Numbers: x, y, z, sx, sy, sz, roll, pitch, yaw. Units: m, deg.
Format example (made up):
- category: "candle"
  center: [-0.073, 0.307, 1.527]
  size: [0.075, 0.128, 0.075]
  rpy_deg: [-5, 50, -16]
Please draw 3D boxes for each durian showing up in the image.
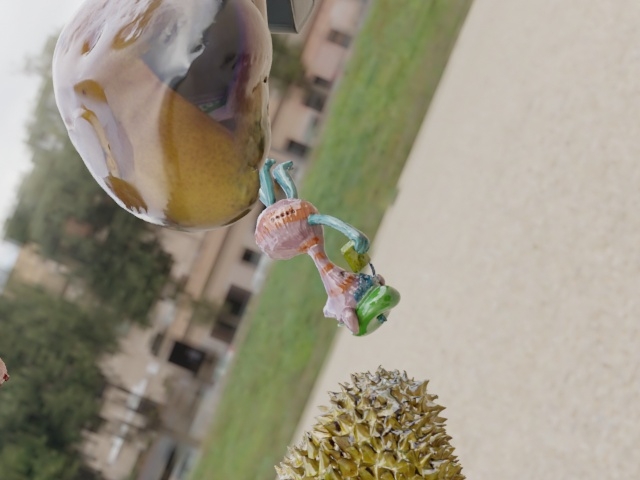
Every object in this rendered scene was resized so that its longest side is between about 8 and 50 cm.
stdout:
- category: "durian"
  center: [0.054, 0.220, 1.586]
  size: [0.249, 0.183, 0.138]
  rpy_deg: [-104, 28, -55]

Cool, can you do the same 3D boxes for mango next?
- category: "mango"
  center: [-0.119, -0.126, 1.252]
  size: [0.201, 0.153, 0.287]
  rpy_deg: [-51, 26, -3]

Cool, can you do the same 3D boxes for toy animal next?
- category: "toy animal"
  center: [0.000, 0.000, 1.624]
  size: [0.100, 0.208, 0.103]
  rpy_deg: [-16, -26, -46]

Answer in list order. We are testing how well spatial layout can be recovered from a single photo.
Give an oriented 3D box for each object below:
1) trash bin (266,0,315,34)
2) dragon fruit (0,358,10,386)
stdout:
- category: "trash bin"
  center: [-0.131, -0.323, 1.794]
  size: [0.115, 0.226, 0.165]
  rpy_deg: [-65, -27, -60]
- category: "dragon fruit"
  center: [-0.426, 0.113, 1.444]
  size: [0.274, 0.161, 0.126]
  rpy_deg: [-33, -20, -33]
